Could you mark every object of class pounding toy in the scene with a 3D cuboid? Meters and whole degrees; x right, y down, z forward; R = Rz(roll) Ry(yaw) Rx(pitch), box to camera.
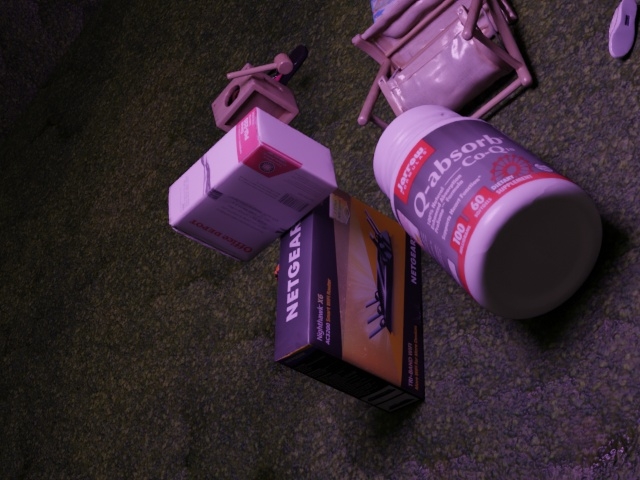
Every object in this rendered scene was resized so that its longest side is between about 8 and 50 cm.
[{"bbox_3d":[-0.132,-0.317,2.360,0.206,0.181,0.094,-46,36,23],"label":"pounding toy"}]

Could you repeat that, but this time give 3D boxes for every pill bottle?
[{"bbox_3d":[0.227,-0.057,1.666,0.210,0.210,0.363,-55,34,9],"label":"pill bottle"}]

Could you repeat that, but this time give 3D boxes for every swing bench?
[{"bbox_3d":[0.200,-0.310,1.936,0.253,0.165,0.255,-38,34,32],"label":"swing bench"}]

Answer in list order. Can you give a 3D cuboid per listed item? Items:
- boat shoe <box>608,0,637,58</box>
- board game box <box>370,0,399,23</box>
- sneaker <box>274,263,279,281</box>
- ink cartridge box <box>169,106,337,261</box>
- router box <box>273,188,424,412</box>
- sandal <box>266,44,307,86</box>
[{"bbox_3d":[0.452,-0.316,1.719,0.035,0.035,0.100,133,151,-72],"label":"boat shoe"},{"bbox_3d":[0.164,-0.475,2.218,0.154,0.026,0.103,-36,41,33],"label":"board game box"},{"bbox_3d":[0.000,0.000,2.051,0.221,0.083,0.087,-32,35,32],"label":"sneaker"},{"bbox_3d":[-0.106,-0.079,1.734,0.218,0.158,0.092,-40,40,29],"label":"ink cartridge box"},{"bbox_3d":[0.049,0.083,1.774,0.081,0.243,0.309,-31,45,38],"label":"router box"},{"bbox_3d":[-0.096,-0.354,2.467,0.179,0.040,0.067,-53,34,13],"label":"sandal"}]
